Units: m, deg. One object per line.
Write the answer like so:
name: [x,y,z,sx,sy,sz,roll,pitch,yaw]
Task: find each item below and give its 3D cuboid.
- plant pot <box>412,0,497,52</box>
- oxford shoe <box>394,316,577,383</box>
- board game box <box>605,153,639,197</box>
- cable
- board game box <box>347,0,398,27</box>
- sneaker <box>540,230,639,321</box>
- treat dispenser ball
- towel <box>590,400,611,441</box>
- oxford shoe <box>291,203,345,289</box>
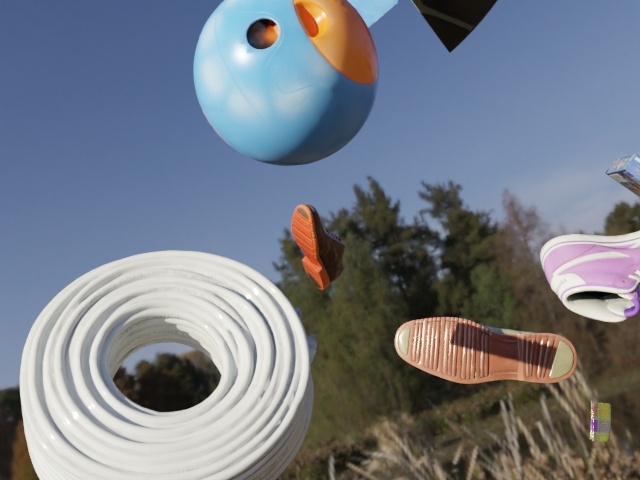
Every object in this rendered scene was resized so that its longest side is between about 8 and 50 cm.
plant pot: [0.300,-0.577,1.796,0.167,0.188,0.187,-33,-59,19]
oxford shoe: [0.365,0.257,1.794,0.397,0.140,0.146,9,-6,5]
board game box: [0.598,-0.100,1.435,0.035,0.136,0.201,-54,-7,9]
cable: [-0.132,0.124,0.700,0.257,0.257,0.089,10,-42,-2]
board game box: [0.083,-0.457,1.597,0.169,0.133,0.033,-42,-42,-7]
sneaker: [0.487,0.061,1.184,0.282,0.102,0.161,-7,31,4]
treat dispenser ball: [-0.053,-0.259,1.228,0.288,0.288,0.288,-17,-11,-3]
towel: [0.591,0.382,1.667,0.060,0.083,0.009,11,-14,-30]
oxford shoe: [0.000,0.000,1.933,0.098,0.097,0.271,-34,-39,-19]
